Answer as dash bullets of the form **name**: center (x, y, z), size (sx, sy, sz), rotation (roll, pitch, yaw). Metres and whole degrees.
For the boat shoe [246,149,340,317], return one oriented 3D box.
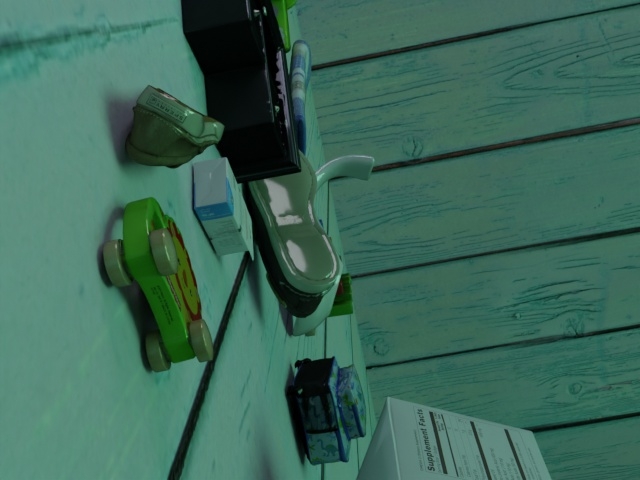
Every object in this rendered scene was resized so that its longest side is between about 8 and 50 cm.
- **boat shoe**: center (-0.040, -0.021, 0.805), size (0.068, 0.081, 0.227), rotation (112, -29, -45)

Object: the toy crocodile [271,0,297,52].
- **toy crocodile**: center (-0.089, -0.420, 1.010), size (0.115, 0.105, 0.340), rotation (-83, 167, -77)

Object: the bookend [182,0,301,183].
- **bookend**: center (-0.074, -0.161, 0.684), size (0.157, 0.072, 0.156), rotation (69, 12, -65)

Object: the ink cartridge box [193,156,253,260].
- **ink cartridge box**: center (-0.078, -0.021, 0.594), size (0.083, 0.028, 0.048), rotation (74, 8, -54)

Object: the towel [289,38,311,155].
- **towel**: center (-0.035, -0.138, 1.016), size (0.285, 0.034, 0.209), rotation (-92, -171, -56)

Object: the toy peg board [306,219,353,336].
- **toy peg board**: center (0.002, 0.041, 1.159), size (0.161, 0.079, 0.160), rotation (-89, 169, -70)

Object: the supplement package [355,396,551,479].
- **supplement package**: center (0.092, 0.309, 0.626), size (0.204, 0.145, 0.262), rotation (-90, -163, -67)

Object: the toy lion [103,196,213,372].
- **toy lion**: center (-0.086, 0.017, 0.410), size (0.096, 0.034, 0.100), rotation (-106, -178, -53)

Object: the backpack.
- **backpack**: center (0.013, 0.207, 0.879), size (0.105, 0.084, 0.114), rotation (-69, 152, -77)

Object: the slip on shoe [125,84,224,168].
- **slip on shoe**: center (-0.092, -0.067, 0.461), size (0.041, 0.051, 0.135), rotation (-61, -172, 5)

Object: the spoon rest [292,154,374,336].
- **spoon rest**: center (0.000, 0.000, 0.994), size (0.137, 0.084, 0.276), rotation (103, 5, -62)
